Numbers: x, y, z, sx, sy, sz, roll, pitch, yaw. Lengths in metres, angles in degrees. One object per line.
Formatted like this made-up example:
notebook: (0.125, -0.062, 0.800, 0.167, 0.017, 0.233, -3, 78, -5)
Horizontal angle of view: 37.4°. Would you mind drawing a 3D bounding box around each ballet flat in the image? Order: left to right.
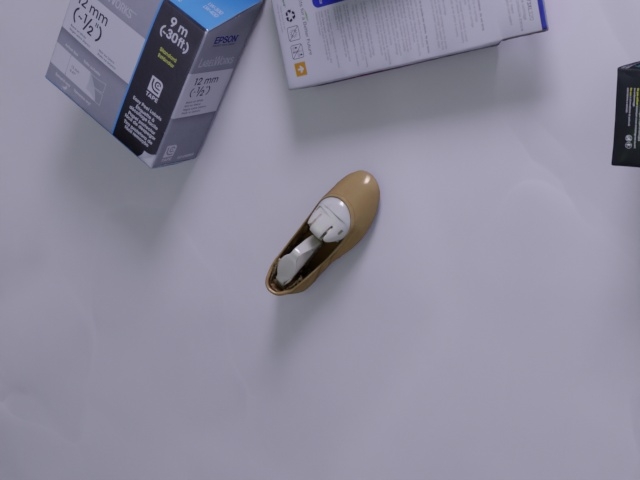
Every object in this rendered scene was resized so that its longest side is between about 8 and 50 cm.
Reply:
ballet flat: (0.000, 0.000, 1.302, 0.080, 0.073, 0.232, 46, 124, 15)

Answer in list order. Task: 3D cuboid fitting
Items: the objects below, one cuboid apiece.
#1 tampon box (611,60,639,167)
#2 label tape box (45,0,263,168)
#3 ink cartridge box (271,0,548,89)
tampon box: (0.395, -0.129, 0.960, 0.161, 0.120, 0.102, 9, 108, 33)
label tape box: (-0.235, -0.317, 1.354, 0.249, 0.115, 0.348, 40, 124, 19)
ink cartridge box: (0.101, -0.303, 1.153, 0.370, 0.069, 0.176, -6, 99, 38)
